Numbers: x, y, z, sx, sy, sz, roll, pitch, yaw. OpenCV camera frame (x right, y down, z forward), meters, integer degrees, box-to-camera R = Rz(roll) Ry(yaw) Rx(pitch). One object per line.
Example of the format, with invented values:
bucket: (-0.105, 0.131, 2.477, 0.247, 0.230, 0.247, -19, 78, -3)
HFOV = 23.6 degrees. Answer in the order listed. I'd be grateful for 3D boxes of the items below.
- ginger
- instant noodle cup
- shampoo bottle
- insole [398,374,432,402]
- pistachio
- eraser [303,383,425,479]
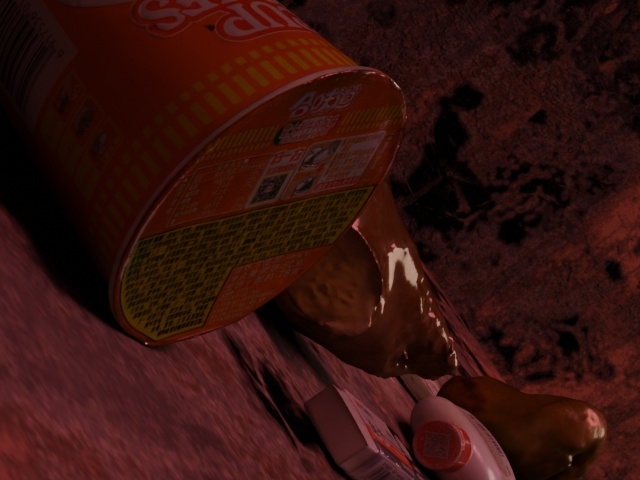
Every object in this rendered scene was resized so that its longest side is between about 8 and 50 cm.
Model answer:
ginger: (0.000, 0.000, 1.080, 0.219, 0.123, 0.270, -106, 170, -65)
instant noodle cup: (-0.080, -0.073, 0.714, 0.185, 0.168, 0.168, 49, 2, 24)
shampoo bottle: (0.118, 0.181, 1.312, 0.108, 0.051, 0.221, 57, 6, 17)
insole: (0.033, 0.061, 1.543, 0.348, 0.009, 0.119, 54, 6, -8)
pistachio: (0.188, 0.193, 1.482, 0.189, 0.100, 0.110, 6, -40, 35)
eraser: (0.031, 0.134, 0.967, 0.052, 0.029, 0.122, 57, 5, 33)
